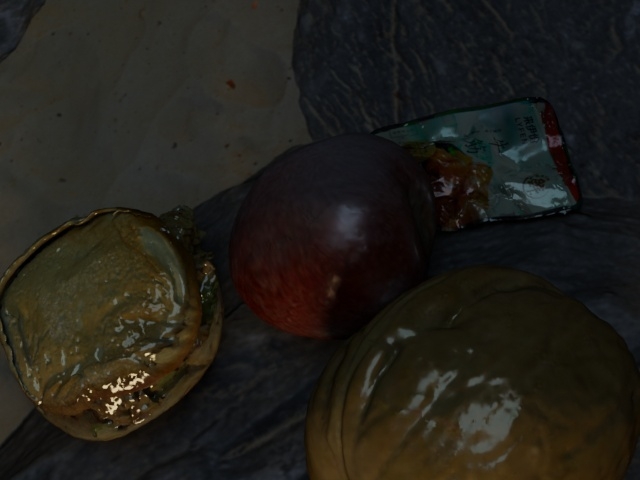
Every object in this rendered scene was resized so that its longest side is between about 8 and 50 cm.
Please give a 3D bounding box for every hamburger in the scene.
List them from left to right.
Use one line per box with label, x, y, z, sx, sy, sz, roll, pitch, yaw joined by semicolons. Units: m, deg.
hamburger;-0.226;0.075;1.460;0.243;0.146;0.286;15;73;20

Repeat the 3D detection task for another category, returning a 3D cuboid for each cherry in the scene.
cherry;0.005;-0.006;1.430;0.239;0.206;0.239;-7;48;7

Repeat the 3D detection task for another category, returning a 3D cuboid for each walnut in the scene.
walnut;0.151;0.172;1.288;0.333;0.333;0.332;-2;64;5

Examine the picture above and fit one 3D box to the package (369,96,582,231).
package;0.175;-0.085;1.549;0.232;0.040;0.166;-10;63;0
